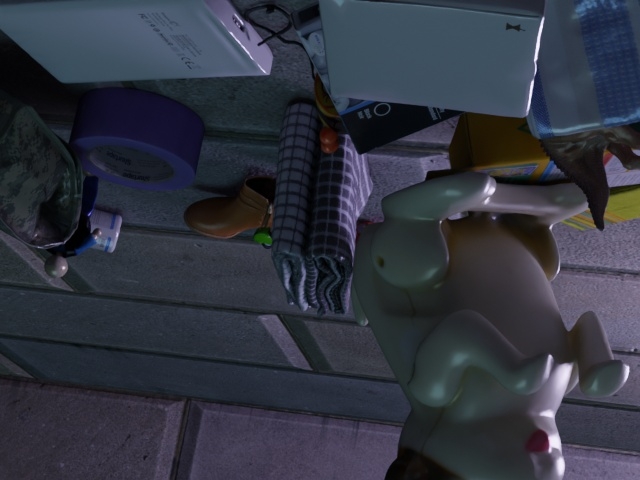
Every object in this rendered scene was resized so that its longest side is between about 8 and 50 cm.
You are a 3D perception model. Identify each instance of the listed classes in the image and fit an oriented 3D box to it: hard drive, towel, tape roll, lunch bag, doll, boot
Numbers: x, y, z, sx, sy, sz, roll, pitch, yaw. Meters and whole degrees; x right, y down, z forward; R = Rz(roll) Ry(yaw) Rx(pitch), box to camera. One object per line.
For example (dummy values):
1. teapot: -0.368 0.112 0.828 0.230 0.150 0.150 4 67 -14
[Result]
1. hard drive: -0.239 -0.261 1.733 0.307 0.040 0.203 1 159 24
2. towel: 0.005 -0.036 1.959 0.121 0.235 0.283 2 160 5
3. tape roll: -0.268 -0.145 2.013 0.189 0.080 0.189 9 160 3
4. towel: 0.441 -0.056 2.011 0.102 0.021 0.237 17 159 -36
5. lunch bag: -0.475 -0.123 1.958 0.235 0.169 0.287 31 167 24
6. doll: -0.412 -0.027 2.247 0.129 0.189 0.046 2 159 20
7. towel: 0.309 -0.220 1.357 0.285 0.209 0.034 -10 -169 33
8. boot: -0.122 -0.060 2.200 0.197 0.073 0.152 -1 161 -3

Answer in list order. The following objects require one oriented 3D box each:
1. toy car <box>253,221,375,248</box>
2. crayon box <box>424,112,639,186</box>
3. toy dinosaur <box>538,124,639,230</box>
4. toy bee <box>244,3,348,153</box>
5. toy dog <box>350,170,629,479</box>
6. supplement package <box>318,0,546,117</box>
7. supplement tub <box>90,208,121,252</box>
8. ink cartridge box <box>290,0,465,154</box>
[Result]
1. toy car: 0.000 0.000 2.329 0.225 0.053 0.239 14 160 -11
2. crayon box: 0.276 -0.114 1.670 0.323 0.083 0.203 -7 169 -1
3. toy dinosaur: 0.275 -0.168 1.482 0.200 0.295 0.127 8 -170 9
4. toy bee: 0.058 -0.175 1.650 0.298 0.162 0.195 0 160 26
5. toy dog: 0.169 0.152 1.676 0.395 0.408 0.284 -16 166 39
6. supplement package: 0.108 -0.276 1.141 0.175 0.293 0.177 7 160 6
7. supplement tub: -0.409 -0.023 2.437 0.107 0.071 0.071 15 160 -11
8. ink cartridge box: 0.099 -0.207 1.503 0.208 0.045 0.206 -24 136 6
